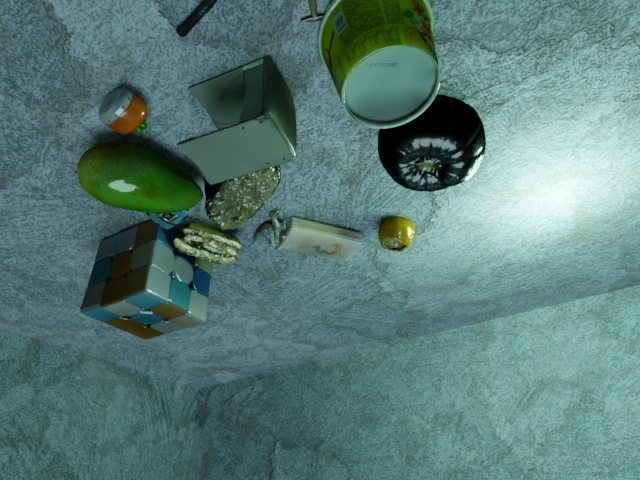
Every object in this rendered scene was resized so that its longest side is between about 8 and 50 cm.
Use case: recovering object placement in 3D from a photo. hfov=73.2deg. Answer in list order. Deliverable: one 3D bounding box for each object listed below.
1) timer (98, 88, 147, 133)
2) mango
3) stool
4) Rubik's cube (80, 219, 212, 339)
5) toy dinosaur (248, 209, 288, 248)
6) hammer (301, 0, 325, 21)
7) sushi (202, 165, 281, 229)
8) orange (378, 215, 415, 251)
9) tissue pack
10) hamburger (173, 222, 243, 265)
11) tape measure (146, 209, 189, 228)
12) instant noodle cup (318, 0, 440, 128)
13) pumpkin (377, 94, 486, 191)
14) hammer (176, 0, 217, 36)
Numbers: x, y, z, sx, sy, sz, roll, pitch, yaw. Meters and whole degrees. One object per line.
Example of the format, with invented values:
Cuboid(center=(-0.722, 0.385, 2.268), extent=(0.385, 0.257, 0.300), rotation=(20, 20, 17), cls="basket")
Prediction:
Cuboid(center=(-0.549, -0.359, 1.226), extent=(0.136, 0.099, 0.136), rotation=(0, 159, 0), cls="timer")
Cuboid(center=(-0.566, -0.191, 1.380), extent=(0.382, 0.201, 0.225), rotation=(15, 132, -30), cls="mango")
Cuboid(center=(-0.218, -0.325, 1.174), extent=(0.270, 0.243, 0.170), rotation=(-14, 144, 14), cls="stool")
Cuboid(center=(-0.691, 0.168, 1.771), extent=(0.344, 0.346, 0.346), rotation=(-17, 145, 20), cls="Rubik's cube")
Cuboid(center=(-0.229, -0.034, 1.778), extent=(0.242, 0.053, 0.167), rotation=(-12, 122, 34), cls="toy dinosaur")
Cuboid(center=(-0.031, -0.599, 0.989), extent=(0.062, 0.013, 0.199), rotation=(-8, 146, 5), cls="hammer")
Cuboid(center=(-0.264, -0.184, 1.430), extent=(0.211, 0.170, 0.350), rotation=(17, 137, -32), cls="sushi")
Cuboid(center=(0.315, -0.024, 1.776), extent=(0.155, 0.134, 0.154), rotation=(-8, 143, -6), cls="orange")
Cuboid(center=(0.000, 0.000, 1.835), extent=(0.325, 0.071, 0.170), rotation=(12, 145, -22), cls="tissue pack")
Cuboid(center=(-0.461, 0.009, 1.752), extent=(0.262, 0.131, 0.124), rotation=(20, 104, -24), cls="hamburger")
Cuboid(center=(-0.567, -0.114, 1.601), extent=(0.125, 0.081, 0.146), rotation=(-29, 140, 16), cls="tape measure")
Cuboid(center=(0.152, -0.434, 1.057), extent=(0.311, 0.221, 0.311), rotation=(-4, 147, -3), cls="instant noodle cup")
Cuboid(center=(0.332, -0.296, 1.290), extent=(0.315, 0.238, 0.315), rotation=(9, 137, 8), cls="pumpkin")
Cuboid(center=(-0.262, -0.564, 1.008), extent=(0.246, 0.029, 0.103), rotation=(-24, 141, 30), cls="hammer")
